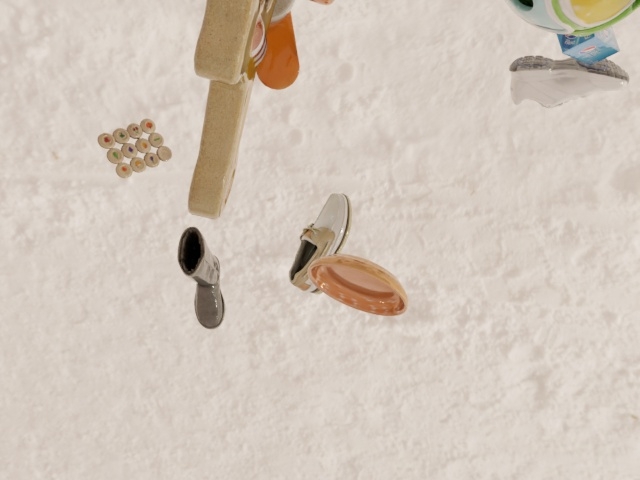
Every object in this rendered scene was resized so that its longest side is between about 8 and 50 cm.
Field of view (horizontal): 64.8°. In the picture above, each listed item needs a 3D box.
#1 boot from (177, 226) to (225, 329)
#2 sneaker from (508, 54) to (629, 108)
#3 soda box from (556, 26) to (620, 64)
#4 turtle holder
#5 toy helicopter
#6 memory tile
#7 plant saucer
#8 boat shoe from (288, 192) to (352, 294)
[{"bbox_3d":[-0.248,0.087,1.065,0.076,0.208,0.190,-8,77,-11],"label":"boot"},{"bbox_3d":[0.661,-0.426,1.362,0.297,0.111,0.129,8,134,19],"label":"sneaker"},{"bbox_3d":[0.611,-0.459,1.149,0.071,0.210,0.067,-20,84,44],"label":"soda box"},{"bbox_3d":[0.426,-0.443,0.827,0.243,0.227,0.320,-34,79,45],"label":"turtle holder"},{"bbox_3d":[-0.077,-0.179,0.470,0.140,0.235,0.355,15,126,-8],"label":"toy helicopter"},{"bbox_3d":[-0.425,-0.214,1.166,0.012,0.148,0.113,-15,106,48],"label":"memory tile"},{"bbox_3d":[0.073,0.081,0.950,0.200,0.037,0.200,21,156,10],"label":"plant saucer"},{"bbox_3d":[0.000,0.000,1.434,0.113,0.103,0.302,11,82,56],"label":"boat shoe"}]
